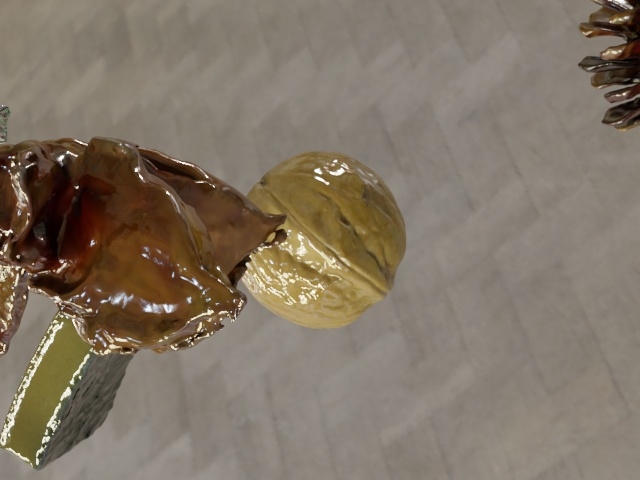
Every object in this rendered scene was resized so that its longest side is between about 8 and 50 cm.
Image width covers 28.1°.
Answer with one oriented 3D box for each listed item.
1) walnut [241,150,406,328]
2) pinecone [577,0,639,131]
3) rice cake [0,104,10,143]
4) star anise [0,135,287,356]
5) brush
[{"bbox_3d":[0.000,0.000,1.619,0.228,0.228,0.228,-27,47,33],"label":"walnut"},{"bbox_3d":[0.391,-0.212,1.352,0.264,0.264,0.264,-27,47,33],"label":"pinecone"},{"bbox_3d":[-0.397,-0.097,1.212,0.207,0.033,0.033,-9,59,-5],"label":"rice cake"},{"bbox_3d":[-0.163,0.009,0.805,0.346,0.237,0.148,-14,75,48],"label":"star anise"},{"bbox_3d":[-0.222,0.118,1.193,0.197,0.059,0.123,-62,-12,30],"label":"brush"}]
